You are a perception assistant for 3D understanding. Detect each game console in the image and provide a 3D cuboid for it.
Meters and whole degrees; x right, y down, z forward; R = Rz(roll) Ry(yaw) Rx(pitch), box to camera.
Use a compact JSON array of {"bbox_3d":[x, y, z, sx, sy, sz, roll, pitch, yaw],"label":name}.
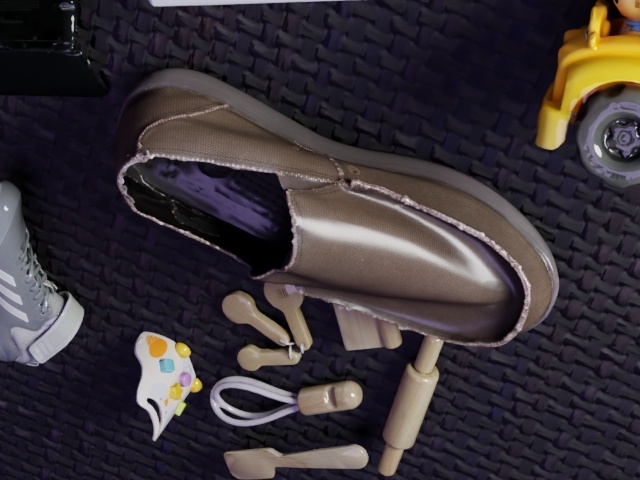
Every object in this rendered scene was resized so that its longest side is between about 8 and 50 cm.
[{"bbox_3d":[-0.233,-0.166,1.148,0.122,0.071,0.107,3,97,16],"label":"game console"}]

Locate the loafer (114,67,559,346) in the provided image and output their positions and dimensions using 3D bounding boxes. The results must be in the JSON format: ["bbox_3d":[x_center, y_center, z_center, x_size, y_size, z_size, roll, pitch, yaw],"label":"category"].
[{"bbox_3d":[0.000,0.000,1.114,0.366,0.130,0.133,21,127,2],"label":"loafer"}]

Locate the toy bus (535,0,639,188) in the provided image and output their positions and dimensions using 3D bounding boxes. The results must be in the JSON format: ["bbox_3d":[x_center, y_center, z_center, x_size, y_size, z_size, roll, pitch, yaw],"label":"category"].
[{"bbox_3d":[0.255,-0.142,0.923,0.220,0.149,0.211,7,115,17],"label":"toy bus"}]

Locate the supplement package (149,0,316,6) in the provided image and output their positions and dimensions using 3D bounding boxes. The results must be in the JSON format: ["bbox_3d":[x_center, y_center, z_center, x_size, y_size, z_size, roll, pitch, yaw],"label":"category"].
[{"bbox_3d":[-0.026,-0.225,0.969,0.179,0.105,0.105,2,127,19],"label":"supplement package"}]

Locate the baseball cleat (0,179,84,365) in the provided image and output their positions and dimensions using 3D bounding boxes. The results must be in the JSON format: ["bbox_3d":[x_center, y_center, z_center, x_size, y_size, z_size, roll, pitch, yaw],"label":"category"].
[{"bbox_3d":[-0.256,0.031,1.284,0.110,0.072,0.206,12,136,-8],"label":"baseball cleat"}]

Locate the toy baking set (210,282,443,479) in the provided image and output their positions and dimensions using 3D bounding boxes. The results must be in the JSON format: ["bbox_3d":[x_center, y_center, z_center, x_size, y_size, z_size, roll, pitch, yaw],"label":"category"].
[{"bbox_3d":[0.000,0.126,1.286,0.197,0.030,0.256,19,124,12],"label":"toy baking set"}]

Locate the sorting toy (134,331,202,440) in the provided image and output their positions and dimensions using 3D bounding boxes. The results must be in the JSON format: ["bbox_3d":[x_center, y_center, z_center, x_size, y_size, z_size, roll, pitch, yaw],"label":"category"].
[{"bbox_3d":[-0.142,0.136,1.310,0.045,0.075,0.083,-1,126,20],"label":"sorting toy"}]
